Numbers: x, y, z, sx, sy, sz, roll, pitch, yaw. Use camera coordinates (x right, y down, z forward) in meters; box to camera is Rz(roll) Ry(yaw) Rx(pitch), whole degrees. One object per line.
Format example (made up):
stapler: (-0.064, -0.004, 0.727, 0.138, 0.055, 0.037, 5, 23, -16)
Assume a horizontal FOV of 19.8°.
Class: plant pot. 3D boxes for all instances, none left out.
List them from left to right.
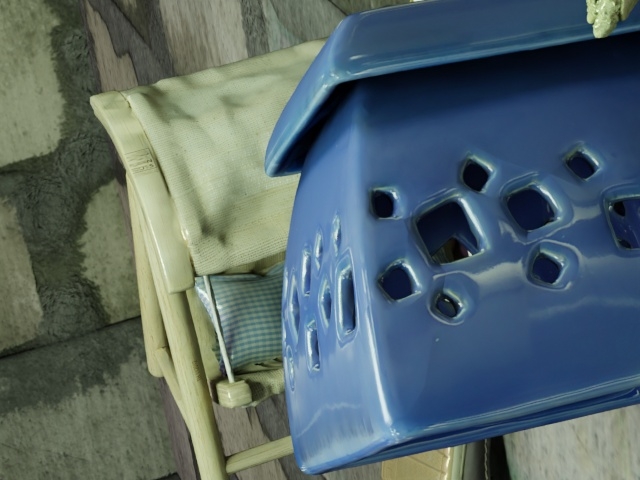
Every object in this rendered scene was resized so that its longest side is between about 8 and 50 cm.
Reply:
plant pot: (0.095, -0.009, 0.958, 0.236, 0.236, 0.212, 135, 123, -75)

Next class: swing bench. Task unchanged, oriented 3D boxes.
swing bench: (0.000, 0.000, 1.270, 0.165, 0.253, 0.254, -125, 22, -51)

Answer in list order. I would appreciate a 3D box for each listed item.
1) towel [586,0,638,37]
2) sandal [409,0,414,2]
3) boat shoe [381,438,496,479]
towel: (0.149, -0.177, 0.841, 0.027, 0.110, 0.148, 13, 131, 22)
sandal: (0.101, -0.098, 1.180, 0.049, 0.072, 0.180, -80, -26, -72)
boat shoe: (0.106, 0.228, 1.456, 0.103, 0.092, 0.285, 16, 104, 63)
